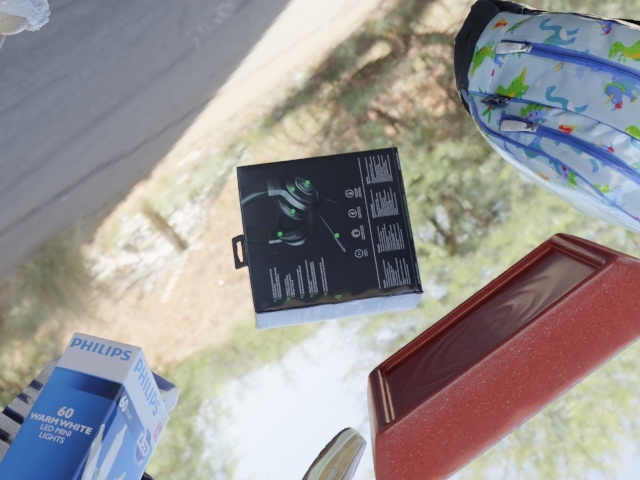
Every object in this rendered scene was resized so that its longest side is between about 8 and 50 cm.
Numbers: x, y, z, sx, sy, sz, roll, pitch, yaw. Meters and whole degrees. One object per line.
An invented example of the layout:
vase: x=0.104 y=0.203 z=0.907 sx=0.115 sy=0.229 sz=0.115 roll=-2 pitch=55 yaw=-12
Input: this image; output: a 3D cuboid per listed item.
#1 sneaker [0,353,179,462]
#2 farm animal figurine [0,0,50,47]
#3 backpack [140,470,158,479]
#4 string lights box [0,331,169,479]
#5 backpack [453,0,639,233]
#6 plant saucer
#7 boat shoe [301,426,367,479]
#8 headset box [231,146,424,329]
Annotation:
sneaker: x=-0.315 y=0.255 z=1.195 sx=0.315 sy=0.127 sz=0.182 roll=-29 pitch=144 yaw=-54
farm animal figurine: x=-0.406 y=-0.298 z=0.840 sx=0.330 sy=0.327 sz=0.172 roll=23 pitch=95 yaw=-53
backpack: x=-0.251 y=0.437 z=1.567 sx=0.117 sy=0.173 sz=0.158 roll=-38 pitch=-150 yaw=-25
string lights box: x=-0.235 y=0.229 z=0.959 sx=0.133 sy=0.077 sz=0.260 roll=81 pitch=26 yaw=-50
backpack: x=0.334 y=-0.136 z=1.189 sx=0.355 sy=0.290 sz=0.273 roll=6 pitch=-114 yaw=55
plant saucer: x=0.132 y=0.079 z=0.797 sx=0.259 sy=0.048 sz=0.258 roll=-36 pitch=-176 yaw=4
boat shoe: x=0.007 y=0.283 z=1.085 sx=0.190 sy=0.072 sz=0.068 roll=-55 pitch=154 yaw=-27
headset box: x=0.000 y=0.000 z=1.674 sx=0.283 sy=0.246 sz=0.131 roll=-8 pitch=164 yaw=-5
